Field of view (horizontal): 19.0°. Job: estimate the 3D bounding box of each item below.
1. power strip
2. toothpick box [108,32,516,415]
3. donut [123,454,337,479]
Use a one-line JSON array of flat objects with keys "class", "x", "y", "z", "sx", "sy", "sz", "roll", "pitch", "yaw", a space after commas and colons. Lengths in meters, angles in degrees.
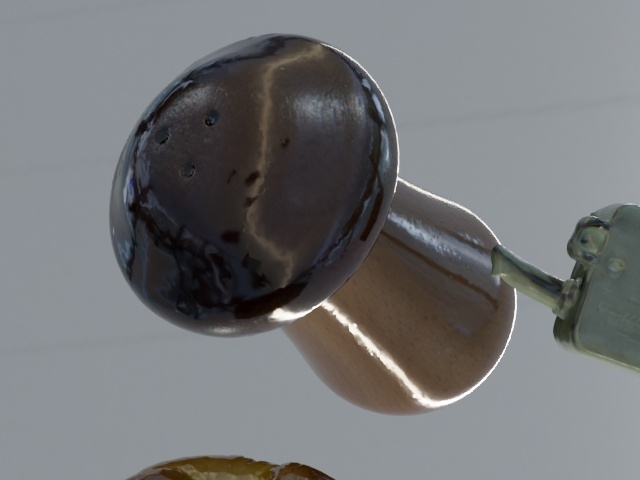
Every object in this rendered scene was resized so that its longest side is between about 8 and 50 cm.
[{"class": "power strip", "x": 0.234, "y": 0.048, "z": 1.106, "sx": 0.288, "sy": 0.053, "sz": 0.093, "roll": 20, "pitch": -93, "yaw": -4}, {"class": "toothpick box", "x": 0.000, "y": 0.000, "z": 1.199, "sx": 0.192, "sy": 0.294, "sz": 0.192, "roll": -15, "pitch": -121, "yaw": 26}, {"class": "donut", "x": -0.044, "y": 0.211, "z": 0.984, "sx": 0.226, "sy": 0.114, "sz": 0.226, "roll": -2, "pitch": -140, "yaw": 2}]
